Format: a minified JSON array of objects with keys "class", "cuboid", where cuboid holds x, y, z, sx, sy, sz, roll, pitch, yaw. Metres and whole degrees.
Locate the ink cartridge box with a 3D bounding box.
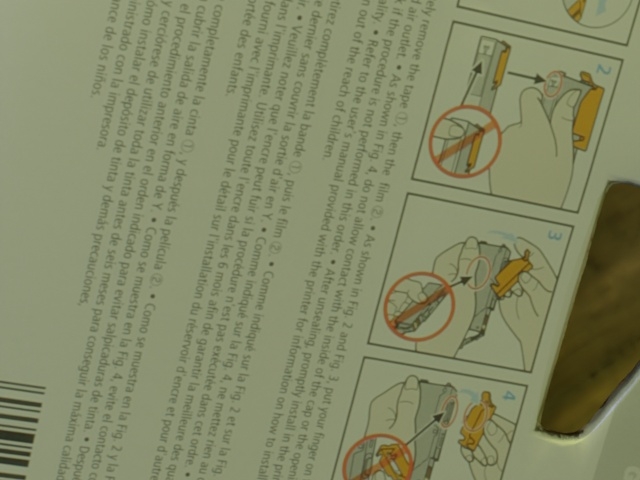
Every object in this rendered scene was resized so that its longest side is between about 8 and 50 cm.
[{"class":"ink cartridge box","cuboid":[0.000,0.000,0.591,0.261,0.066,0.296,10,105,-17]}]
